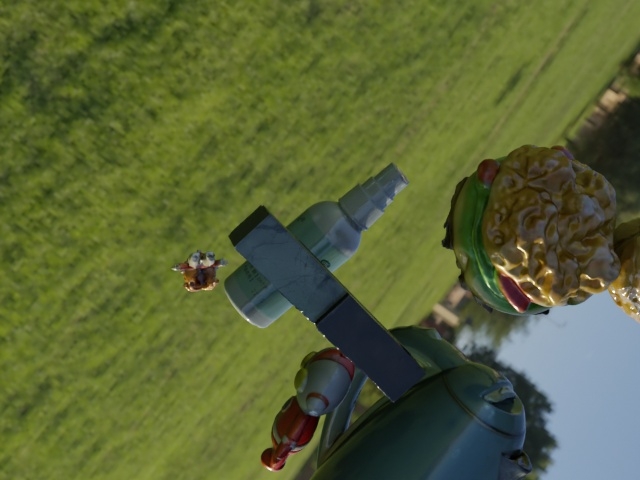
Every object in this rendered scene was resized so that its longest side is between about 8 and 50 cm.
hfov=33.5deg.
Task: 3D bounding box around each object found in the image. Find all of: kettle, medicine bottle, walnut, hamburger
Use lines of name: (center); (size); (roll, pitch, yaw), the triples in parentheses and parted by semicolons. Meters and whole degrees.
kettle: (0.134, 0.299, 1.556); (0.247, 0.319, 0.342); (3, 126, -55)
medicine bottle: (0.000, 0.000, 1.770); (0.352, 0.110, 0.110); (-40, 177, 12)
walnut: (0.458, 0.045, 1.447); (0.144, 0.180, 0.144); (-23, -149, 15)
hamburger: (0.283, -0.019, 1.357); (0.237, 0.237, 0.149); (-52, -167, -25)

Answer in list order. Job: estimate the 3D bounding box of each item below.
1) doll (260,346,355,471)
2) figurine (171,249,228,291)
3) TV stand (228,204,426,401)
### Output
doll: (-0.014, 0.225, 1.493); (0.245, 0.076, 0.142); (-61, -177, 37)
figurine: (-0.137, 0.032, 1.208); (0.109, 0.064, 0.047); (127, -41, -75)
TV stand: (0.010, 0.065, 1.057); (0.049, 0.256, 0.040); (-42, -150, 4)
